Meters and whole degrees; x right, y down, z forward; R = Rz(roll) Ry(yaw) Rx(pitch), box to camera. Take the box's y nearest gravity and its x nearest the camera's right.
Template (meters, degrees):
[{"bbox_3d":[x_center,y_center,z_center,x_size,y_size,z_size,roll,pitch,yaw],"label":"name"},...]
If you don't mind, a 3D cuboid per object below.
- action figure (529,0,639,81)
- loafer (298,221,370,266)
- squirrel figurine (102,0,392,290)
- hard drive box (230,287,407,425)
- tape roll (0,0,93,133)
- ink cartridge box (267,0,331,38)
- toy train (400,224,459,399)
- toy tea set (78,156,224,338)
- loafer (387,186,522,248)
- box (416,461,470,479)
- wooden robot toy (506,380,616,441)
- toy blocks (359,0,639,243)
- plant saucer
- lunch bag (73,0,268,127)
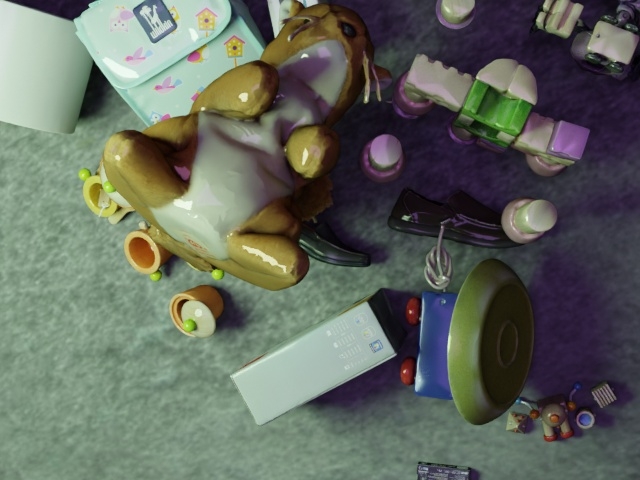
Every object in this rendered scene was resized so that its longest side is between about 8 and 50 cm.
[{"bbox_3d":[0.447,-0.317,1.489,0.275,0.141,0.164,16,91,1],"label":"action figure"},{"bbox_3d":[0.000,0.000,1.629,0.170,0.062,0.061,16,92,7],"label":"loafer"},{"bbox_3d":[-0.076,-0.141,1.424,0.281,0.397,0.370,32,74,-2],"label":"squirrel figurine"},{"bbox_3d":[0.004,0.172,1.579,0.232,0.181,0.089,-30,88,10],"label":"hard drive box"},{"bbox_3d":[-0.472,-0.275,1.598,0.246,0.246,0.169,19,97,8],"label":"tape roll"},{"bbox_3d":[-0.033,-0.372,1.570,0.078,0.134,0.231,-11,91,11],"label":"ink cartridge box"},{"bbox_3d":[0.192,0.106,1.567,0.105,0.143,0.248,4,87,19],"label":"toy train"},{"bbox_3d":[-0.255,0.001,1.611,0.336,0.124,0.200,52,129,2],"label":"toy tea set"},{"bbox_3d":[0.211,-0.037,1.577,0.220,0.080,0.078,9,96,9],"label":"loafer"},{"bbox_3d":[0.190,0.383,1.643,0.083,0.018,0.067,4,95,10],"label":"box"},{"bbox_3d":[0.359,0.264,1.574,0.173,0.079,0.076,-16,91,11],"label":"wooden robot toy"},{"bbox_3d":[0.237,-0.179,1.482,0.288,0.260,0.309,24,88,2],"label":"toy blocks"},{"bbox_3d":[0.254,0.146,1.505,0.037,0.241,0.241,4,95,35],"label":"plant saucer"},{"bbox_3d":[-0.201,-0.281,1.550,0.223,0.160,0.262,-31,122,9],"label":"lunch bag"}]
